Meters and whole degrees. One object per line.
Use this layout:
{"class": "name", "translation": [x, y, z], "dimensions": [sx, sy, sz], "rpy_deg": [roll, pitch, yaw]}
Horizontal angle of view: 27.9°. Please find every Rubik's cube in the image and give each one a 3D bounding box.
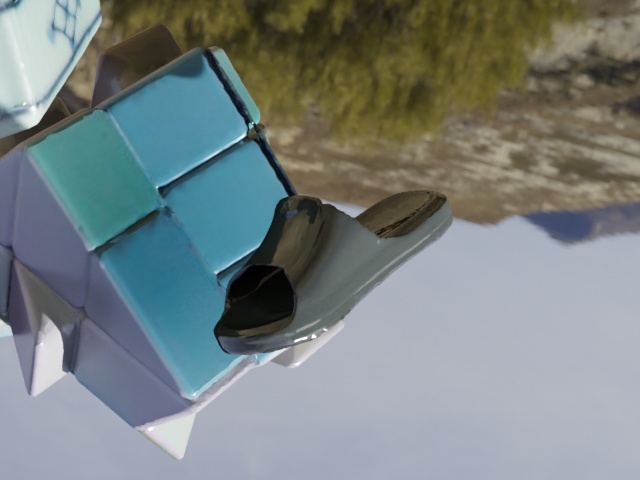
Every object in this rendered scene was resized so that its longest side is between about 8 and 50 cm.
{"class": "Rubik's cube", "translation": [-0.164, 0.014, 1.243], "dimensions": [0.358, 0.387, 0.368], "rpy_deg": [-35, -171, -40]}

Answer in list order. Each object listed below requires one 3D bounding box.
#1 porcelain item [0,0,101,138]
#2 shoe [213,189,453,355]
{"class": "porcelain item", "translation": [-0.290, -0.143, 0.766], "dimensions": [0.285, 0.157, 0.281], "rpy_deg": [-9, -155, 9]}
{"class": "shoe", "translation": [0.000, 0.000, 1.010], "dimensions": [0.241, 0.093, 0.108], "rpy_deg": [-34, -161, -35]}
